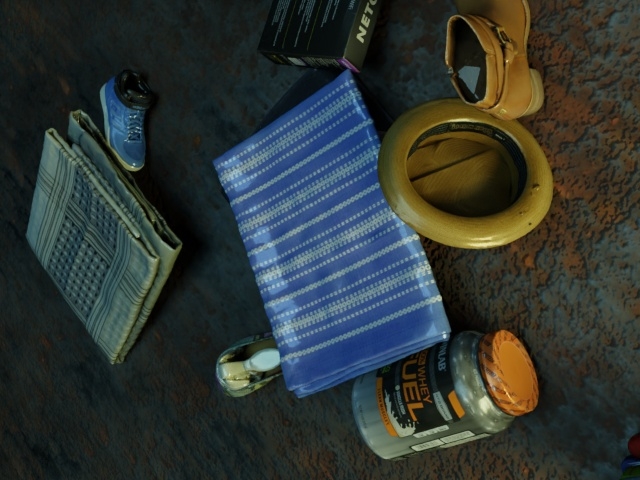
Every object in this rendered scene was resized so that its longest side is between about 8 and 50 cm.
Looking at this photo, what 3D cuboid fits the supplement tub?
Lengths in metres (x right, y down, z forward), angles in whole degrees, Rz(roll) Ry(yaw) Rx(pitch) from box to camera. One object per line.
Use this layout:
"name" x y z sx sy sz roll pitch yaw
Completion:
"supplement tub" 0.140 0.173 0.852 0.190 0.117 0.116 -28 78 34

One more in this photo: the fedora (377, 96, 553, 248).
"fedora" 0.149 -0.063 0.813 0.194 0.194 0.079 57 159 17

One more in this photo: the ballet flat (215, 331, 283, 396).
"ballet flat" -0.089 0.167 1.037 0.222 0.079 0.076 -27 81 35

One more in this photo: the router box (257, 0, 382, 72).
"router box" 0.010 -0.298 0.909 0.133 0.046 0.178 15 86 34

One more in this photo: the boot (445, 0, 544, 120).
"boot" 0.163 -0.217 0.771 0.073 0.152 0.197 -29 78 34

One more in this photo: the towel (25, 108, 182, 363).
"towel" -0.366 0.001 1.200 0.312 0.056 0.324 51 131 20

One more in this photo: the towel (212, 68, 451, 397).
"towel" 0.000 0.000 0.905 0.243 0.040 0.335 -28 76 34

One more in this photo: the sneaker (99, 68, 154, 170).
"sneaker" -0.290 -0.189 1.156 0.085 0.058 0.152 -26 73 43

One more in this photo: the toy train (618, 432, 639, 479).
"toy train" 0.385 0.223 0.665 0.248 0.143 0.105 -22 83 35

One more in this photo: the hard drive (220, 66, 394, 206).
"hard drive" -0.024 -0.098 0.978 0.254 0.054 0.172 -48 68 29
